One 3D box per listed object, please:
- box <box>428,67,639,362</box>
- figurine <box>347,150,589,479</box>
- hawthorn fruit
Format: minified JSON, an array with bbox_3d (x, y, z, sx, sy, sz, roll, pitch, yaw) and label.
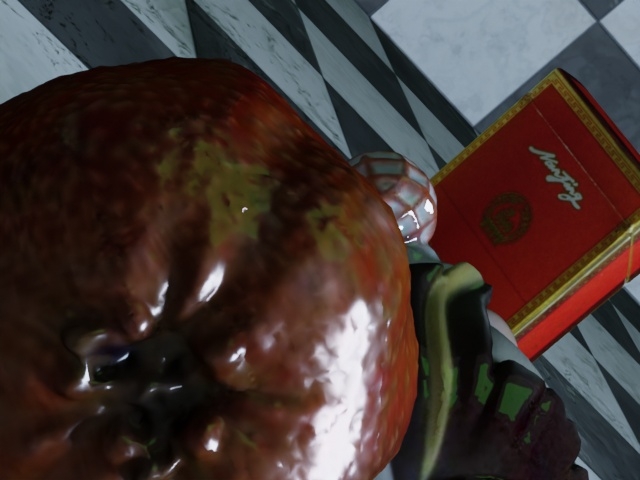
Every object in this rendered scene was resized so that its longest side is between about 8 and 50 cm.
[{"bbox_3d":[0.143,0.004,1.513,0.074,0.240,0.153,31,22,-52],"label":"box"},{"bbox_3d":[0.029,0.092,1.016,0.370,0.167,0.281,-121,-163,-75],"label":"figurine"},{"bbox_3d":[-0.067,0.022,0.767,0.205,0.205,0.253,47,7,-14],"label":"hawthorn fruit"}]
